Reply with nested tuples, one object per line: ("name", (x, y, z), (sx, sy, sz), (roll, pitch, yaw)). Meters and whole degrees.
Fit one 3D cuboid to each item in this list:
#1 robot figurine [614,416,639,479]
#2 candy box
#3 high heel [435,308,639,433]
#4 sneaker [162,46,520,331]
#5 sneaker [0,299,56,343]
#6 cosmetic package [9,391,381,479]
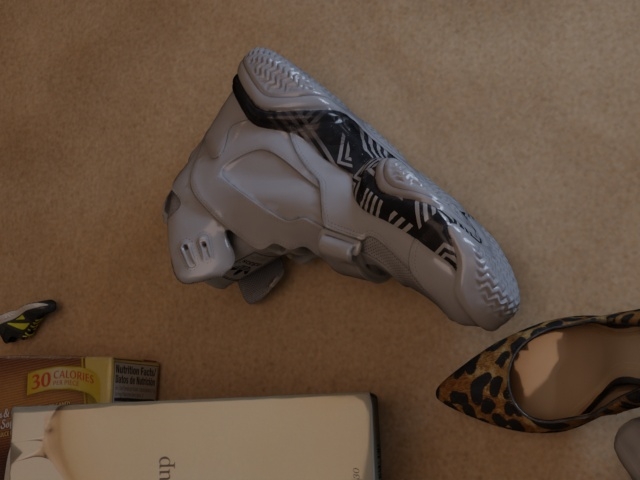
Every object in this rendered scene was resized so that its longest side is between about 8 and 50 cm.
("robot figurine", (0.306, 0.251, 0.606), (0.199, 0.300, 0.353), (-12, 33, -11))
("candy box", (-0.268, 0.275, 0.997), (0.182, 0.087, 0.317), (-3, 80, 24))
("high heel", (0.188, 0.094, 0.753), (0.261, 0.186, 0.093), (-12, 75, 24))
("sneaker", (0.000, 0.000, 0.897), (0.210, 0.137, 0.366), (-50, 59, 10))
("sneaker", (-0.320, 0.089, 1.094), (0.083, 0.031, 0.035), (-21, 85, 26))
("cosmetic package", (-0.102, 0.216, 0.864), (0.309, 0.113, 0.160), (-4, 79, 5))
